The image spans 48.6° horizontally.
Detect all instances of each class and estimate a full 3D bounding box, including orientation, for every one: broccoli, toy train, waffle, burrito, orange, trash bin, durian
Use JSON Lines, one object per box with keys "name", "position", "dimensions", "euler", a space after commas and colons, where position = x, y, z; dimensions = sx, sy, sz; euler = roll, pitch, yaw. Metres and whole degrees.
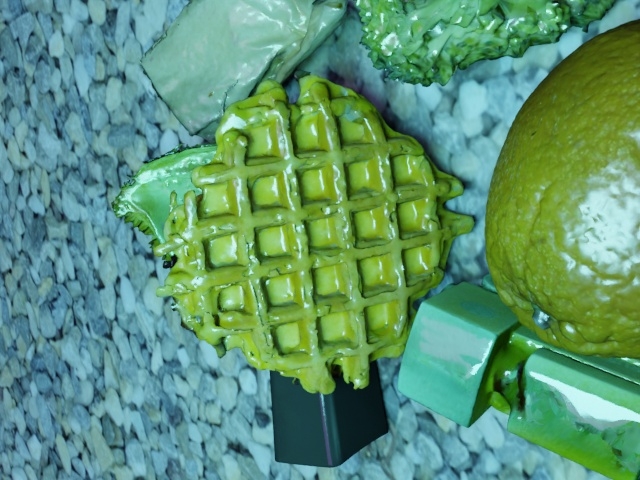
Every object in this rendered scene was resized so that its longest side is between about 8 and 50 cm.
{"name": "broccoli", "position": [0.155, -0.319, 0.748], "dimensions": [0.275, 0.397, 0.353], "euler": [42, 124, 21]}
{"name": "toy train", "position": [0.288, 0.161, 0.816], "dimensions": [0.397, 0.253, 0.160], "euler": [23, 110, 27]}
{"name": "waffle", "position": [0.000, 0.000, 0.900], "dimensions": [0.379, 0.382, 0.095], "euler": [-60, 20, -5]}
{"name": "burrito", "position": [-0.100, -0.298, 1.049], "dimensions": [0.332, 0.135, 0.190], "euler": [-37, 78, 29]}
{"name": "orange", "position": [0.329, -0.047, 0.709], "dimensions": [0.322, 0.322, 0.357], "euler": [40, 86, 20]}
{"name": "trash bin", "position": [0.004, 0.193, 1.044], "dimensions": [0.115, 0.165, 0.225], "euler": [-7, 91, 33]}
{"name": "durian", "position": [-0.084, -0.028, 0.971], "dimensions": [0.198, 0.395, 0.163], "euler": [109, 163, -47]}

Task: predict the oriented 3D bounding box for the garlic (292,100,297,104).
{"name": "garlic", "position": [-0.054, -0.139, 1.039], "dimensions": [0.159, 0.147, 0.101], "euler": [-14, 70, 17]}
